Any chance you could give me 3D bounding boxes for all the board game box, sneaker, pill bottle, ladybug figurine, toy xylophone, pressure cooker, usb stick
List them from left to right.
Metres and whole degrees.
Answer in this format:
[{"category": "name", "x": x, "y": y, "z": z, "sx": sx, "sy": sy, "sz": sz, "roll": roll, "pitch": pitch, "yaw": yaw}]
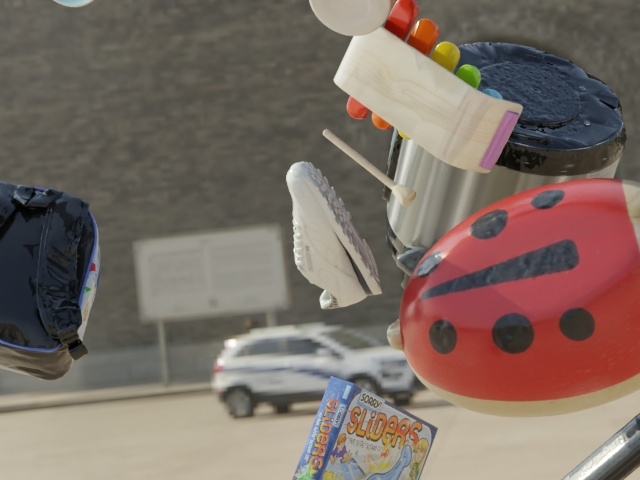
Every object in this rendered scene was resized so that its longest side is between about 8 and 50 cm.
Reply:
[{"category": "sneaker", "x": 0.000, "y": 0.000, "z": 1.873, "sx": 0.094, "sy": 0.235, "sz": 0.090, "roll": -20, "pitch": 33, "yaw": 13}, {"category": "board game box", "x": 0.049, "y": 0.238, "z": 1.521, "sx": 0.035, "sy": 0.136, "sz": 0.201, "roll": 14, "pitch": -11, "yaw": 35}, {"category": "pill bottle", "x": 0.070, "y": -0.408, "z": 2.056, "sx": 0.121, "sy": 0.121, "sz": 0.221, "roll": -7, "pitch": 39, "yaw": 30}, {"category": "toy xylophone", "x": 0.130, "y": -0.202, "z": 2.087, "sx": 0.081, "sy": 0.323, "sz": 0.236, "roll": -3, "pitch": -46, "yaw": -52}, {"category": "pressure cooker", "x": 0.297, "y": -0.078, "z": 2.399, "sx": 0.369, "sy": 0.421, "sz": 0.376, "roll": 3, "pitch": 37, "yaw": -11}, {"category": "ladybug figurine", "x": 0.288, "y": 0.061, "z": 1.784, "sx": 0.449, "sy": 0.305, "sz": 0.162, "roll": -20, "pitch": -29, "yaw": 16}, {"category": "usb stick", "x": 0.468, "y": 0.339, "z": 2.210, "sx": 0.045, "sy": 0.077, "sz": 0.278, "roll": 33, "pitch": -67, "yaw": -28}]

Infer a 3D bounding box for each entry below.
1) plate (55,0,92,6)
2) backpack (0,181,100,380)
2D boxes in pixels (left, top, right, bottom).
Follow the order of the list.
[{"category": "plate", "x": -0.315, "y": -0.386, "z": 1.752, "sx": 0.188, "sy": 0.188, "sz": 0.024, "roll": -9, "pitch": 11, "yaw": 45}, {"category": "backpack", "x": -0.435, "y": 0.056, "z": 2.030, "sx": 0.276, "sy": 0.263, "sz": 0.213, "roll": 17, "pitch": -27, "yaw": -2}]
